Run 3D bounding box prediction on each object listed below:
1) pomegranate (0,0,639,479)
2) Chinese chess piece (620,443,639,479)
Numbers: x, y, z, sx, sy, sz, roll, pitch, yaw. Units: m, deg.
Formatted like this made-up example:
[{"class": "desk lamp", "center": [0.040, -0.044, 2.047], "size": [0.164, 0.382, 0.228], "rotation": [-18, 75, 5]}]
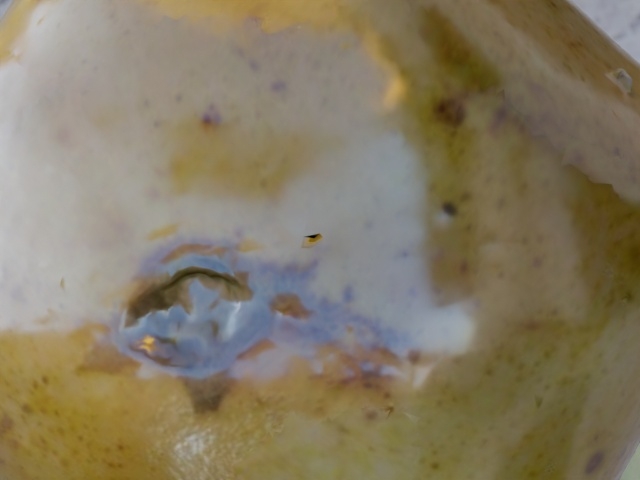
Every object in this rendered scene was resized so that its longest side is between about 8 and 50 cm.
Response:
[{"class": "pomegranate", "center": [0.000, 0.000, 0.953], "size": [0.416, 0.417, 0.417], "rotation": [-18, 33, 12]}, {"class": "Chinese chess piece", "center": [0.126, 0.192, 1.442], "size": [0.349, 0.146, 0.349], "rotation": [-44, 13, 13]}]
